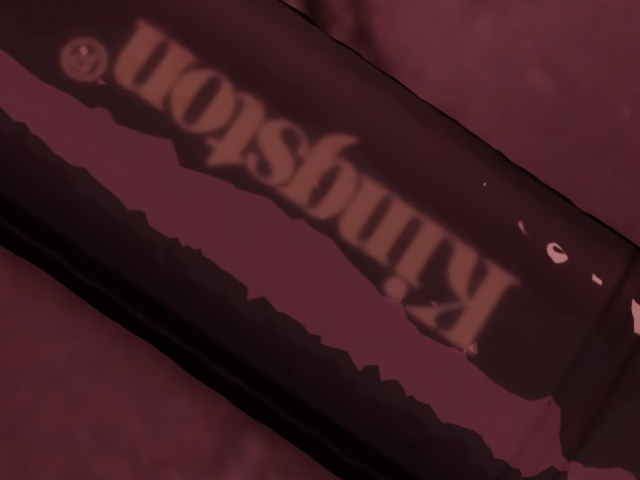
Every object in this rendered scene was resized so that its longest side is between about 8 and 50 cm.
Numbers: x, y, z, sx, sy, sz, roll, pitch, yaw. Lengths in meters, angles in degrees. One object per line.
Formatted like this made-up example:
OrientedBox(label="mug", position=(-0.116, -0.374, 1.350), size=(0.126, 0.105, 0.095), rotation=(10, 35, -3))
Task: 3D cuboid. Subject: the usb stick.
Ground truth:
OrientedBox(label="usb stick", position=(0.000, 0.000, 0.388), size=(0.278, 0.045, 0.077), rotation=(35, 82, -2))
